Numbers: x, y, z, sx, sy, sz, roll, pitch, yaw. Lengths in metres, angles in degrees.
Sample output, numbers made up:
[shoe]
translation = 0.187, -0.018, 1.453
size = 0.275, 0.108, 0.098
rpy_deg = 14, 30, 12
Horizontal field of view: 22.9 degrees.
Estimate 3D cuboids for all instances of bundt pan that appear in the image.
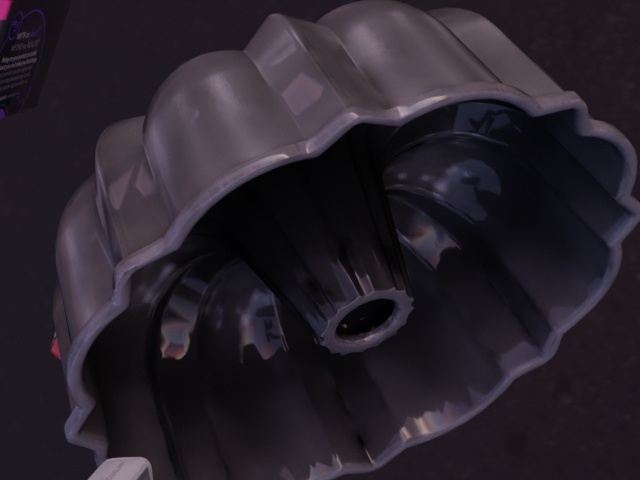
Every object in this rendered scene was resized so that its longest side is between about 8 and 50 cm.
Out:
[bundt pan]
translation = 0.000, 0.000, 0.857
size = 0.331, 0.331, 0.124
rpy_deg = -59, 47, 37

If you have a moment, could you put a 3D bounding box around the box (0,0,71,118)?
[box]
translation = -0.257, -0.239, 1.175
size = 0.165, 0.143, 0.270
rpy_deg = -56, -12, -77

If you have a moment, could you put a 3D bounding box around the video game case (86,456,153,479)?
[video game case]
translation = -0.075, 0.188, 0.510
size = 0.022, 0.173, 0.190
rpy_deg = -4, 101, 11

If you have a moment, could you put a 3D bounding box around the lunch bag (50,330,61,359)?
[lunch bag]
translation = -0.103, -0.001, 1.448
size = 0.120, 0.293, 0.258
rpy_deg = 41, 122, 2
